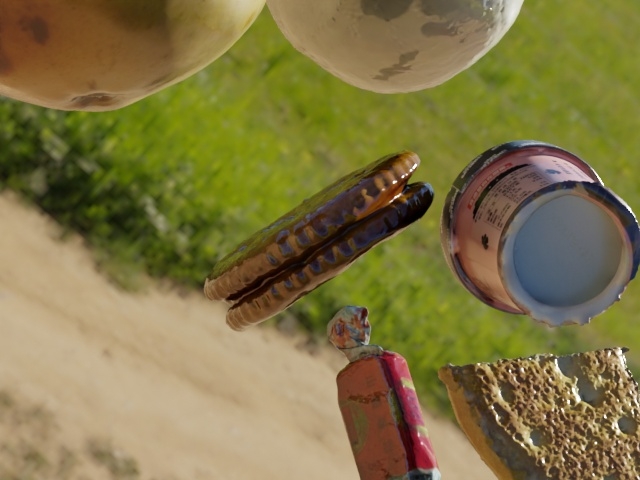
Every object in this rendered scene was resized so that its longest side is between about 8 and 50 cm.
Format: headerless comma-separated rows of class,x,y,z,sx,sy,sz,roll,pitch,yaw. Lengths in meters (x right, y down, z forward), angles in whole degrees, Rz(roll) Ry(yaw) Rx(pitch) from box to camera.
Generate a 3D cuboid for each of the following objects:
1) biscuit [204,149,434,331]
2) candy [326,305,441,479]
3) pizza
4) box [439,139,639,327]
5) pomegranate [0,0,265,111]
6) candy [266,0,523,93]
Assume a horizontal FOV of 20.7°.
biscuit,0.000,0.000,1.484,0.066,0.220,0.220,57,17,-4
candy,0.069,0.199,1.840,0.059,0.086,0.292,21,47,-55
pizza,0.240,0.180,1.655,0.292,0.058,0.197,32,57,-7
box,0.189,-0.002,1.469,0.151,0.151,0.135,39,1,-16
pomegranate,-0.165,-0.249,1.191,0.319,0.319,0.319,39,18,-15
candy,0.064,-0.266,1.644,0.295,0.295,0.185,38,33,-17
